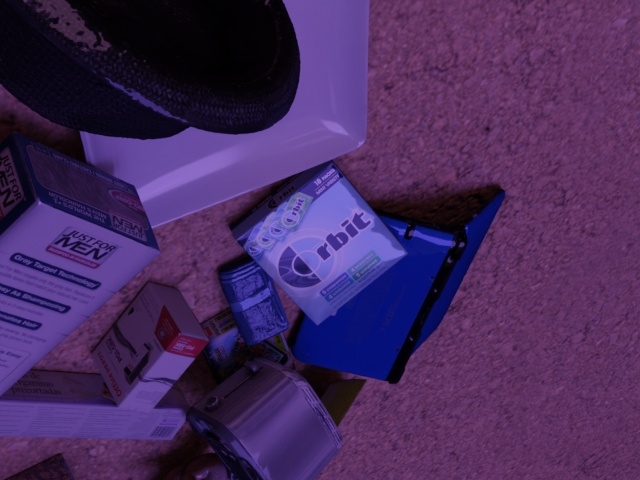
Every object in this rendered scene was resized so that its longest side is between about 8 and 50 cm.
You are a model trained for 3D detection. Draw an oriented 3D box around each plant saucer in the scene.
[{"bbox_3d":[-0.008,0.294,1.797,0.188,0.045,0.188,-56,176,-18],"label":"plant saucer"}]

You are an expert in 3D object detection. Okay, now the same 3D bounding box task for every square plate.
[{"bbox_3d":[-0.105,-0.179,1.273,0.347,0.049,0.344,-23,141,-18],"label":"square plate"}]

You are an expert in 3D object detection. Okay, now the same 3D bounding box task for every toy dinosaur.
[{"bbox_3d":[-0.173,0.359,1.769,0.296,0.200,0.127,-19,115,15],"label":"toy dinosaur"}]

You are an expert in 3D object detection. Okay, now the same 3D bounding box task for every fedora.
[{"bbox_3d":[-0.183,-0.191,1.007,0.334,0.334,0.152,7,144,-43],"label":"fedora"}]

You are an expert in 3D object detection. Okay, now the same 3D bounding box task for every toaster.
[{"bbox_3d":[-0.068,0.270,1.623,0.146,0.129,0.227,-43,120,-21],"label":"toaster"}]

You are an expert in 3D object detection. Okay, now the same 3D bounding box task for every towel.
[{"bbox_3d":[-0.088,0.080,1.554,0.067,0.029,0.119,-25,118,-12],"label":"towel"}]

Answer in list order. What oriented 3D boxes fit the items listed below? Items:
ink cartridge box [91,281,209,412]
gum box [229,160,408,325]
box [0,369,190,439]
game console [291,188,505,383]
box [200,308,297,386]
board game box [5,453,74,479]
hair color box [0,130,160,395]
[{"bbox_3d":[-0.217,0.136,1.488,0.056,0.099,0.135,19,117,-49],"label":"ink cartridge box"},{"bbox_3d":[0.000,0.000,1.515,0.157,0.041,0.184,-38,123,4],"label":"gum box"},{"bbox_3d":[-0.314,0.214,1.528,0.324,0.063,0.067,10,122,-45],"label":"box"},{"bbox_3d":[0.113,0.048,1.724,0.250,0.173,0.293,14,126,-10],"label":"game console"},{"bbox_3d":[-0.102,0.165,1.669,0.114,0.036,0.207,-29,144,-10],"label":"box"},{"bbox_3d":[-0.356,0.488,1.657,0.141,0.232,0.291,-25,142,-15],"label":"board game box"},{"bbox_3d":[-0.355,0.056,1.243,0.347,0.105,0.174,-40,143,19],"label":"hair color box"}]
